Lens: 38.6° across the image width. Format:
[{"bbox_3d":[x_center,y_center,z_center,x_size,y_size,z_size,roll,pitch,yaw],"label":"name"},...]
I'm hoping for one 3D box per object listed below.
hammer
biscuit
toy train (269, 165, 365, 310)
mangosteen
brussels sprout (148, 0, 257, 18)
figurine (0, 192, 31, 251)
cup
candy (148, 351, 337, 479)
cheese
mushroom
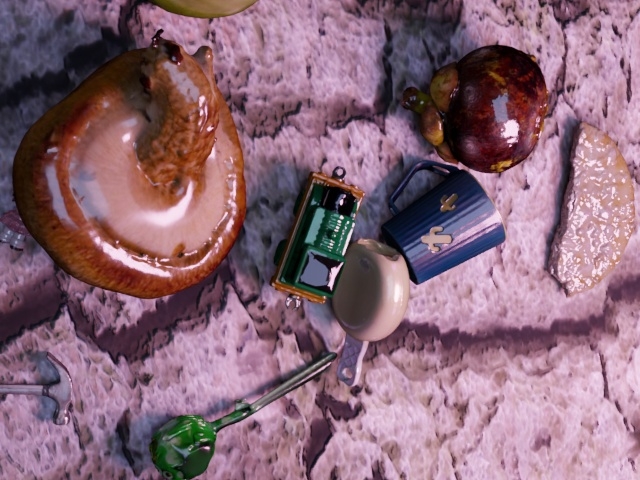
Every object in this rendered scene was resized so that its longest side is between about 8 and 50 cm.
[{"bbox_3d":[-0.477,0.205,1.293,0.246,0.029,0.103,5,95,-14],"label":"hammer"},{"bbox_3d":[0.459,-0.044,1.514,0.141,0.038,0.290,7,95,-16],"label":"biscuit"},{"bbox_3d":[0.000,0.000,1.344,0.091,0.136,0.228,21,92,-16],"label":"toy train"},{"bbox_3d":[0.231,-0.201,1.378,0.217,0.192,0.192,10,93,15],"label":"mangosteen"},{"bbox_3d":[-0.157,-0.454,1.184,0.371,0.276,0.315,-5,93,-14],"label":"brussels sprout"},{"bbox_3d":[-0.400,-0.046,1.269,0.072,0.054,0.129,27,87,8],"label":"figurine"},{"bbox_3d":[0.174,-0.032,1.404,0.155,0.131,0.176,-32,73,-6],"label":"cup"},{"bbox_3d":[-0.109,0.253,1.382,0.323,0.097,0.097,-28,102,-20],"label":"candy"},{"bbox_3d":[0.064,0.114,1.384,0.064,0.137,0.227,-1,111,-40],"label":"cheese"},{"bbox_3d":[-0.231,-0.092,1.198,0.345,0.259,0.345,2,86,-39],"label":"mushroom"}]
